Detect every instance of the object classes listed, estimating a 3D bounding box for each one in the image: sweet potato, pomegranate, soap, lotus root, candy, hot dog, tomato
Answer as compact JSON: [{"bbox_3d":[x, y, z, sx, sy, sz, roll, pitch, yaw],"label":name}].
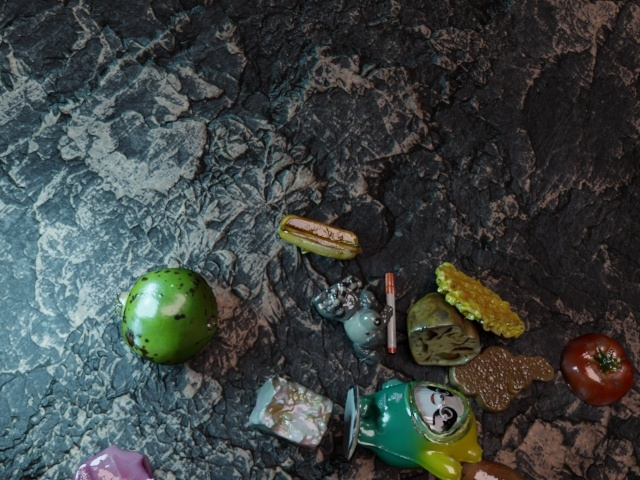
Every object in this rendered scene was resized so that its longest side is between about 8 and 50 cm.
[{"bbox_3d":[0.482,0.654,1.884,0.337,0.131,0.131,24,65,-4],"label":"sweet potato"},{"bbox_3d":[-0.390,0.185,1.797,0.271,0.254,0.254,8,66,1],"label":"pomegranate"},{"bbox_3d":[-0.465,0.640,1.644,0.220,0.127,0.324,-18,73,-21],"label":"soap"},{"bbox_3d":[0.339,0.231,1.987,0.199,0.188,0.180,1,44,9],"label":"lotus root"},{"bbox_3d":[-0.081,0.429,1.801,0.185,0.195,0.137,28,69,-7],"label":"candy"},{"bbox_3d":[0.000,0.000,2.060,0.250,0.076,0.104,17,46,-12],"label":"hot dog"},{"bbox_3d":[0.822,0.371,2.117,0.225,0.085,0.224,4,68,-10],"label":"tomato"}]

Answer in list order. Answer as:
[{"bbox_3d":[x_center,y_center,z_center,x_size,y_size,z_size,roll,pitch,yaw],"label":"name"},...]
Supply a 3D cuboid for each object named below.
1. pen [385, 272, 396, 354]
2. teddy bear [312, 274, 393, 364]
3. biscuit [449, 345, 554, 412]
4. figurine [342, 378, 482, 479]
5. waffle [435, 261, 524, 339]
[{"bbox_3d":[0.200,0.207,2.049,0.028,0.028,0.239,5,68,-13],"label":"pen"},{"bbox_3d":[0.116,0.199,1.968,0.251,0.144,0.171,42,57,2],"label":"teddy bear"},{"bbox_3d":[0.518,0.387,2.049,0.320,0.047,0.183,-11,74,-19],"label":"biscuit"},{"bbox_3d":[0.236,0.478,1.843,0.340,0.231,0.323,8,31,-3],"label":"figurine"},{"bbox_3d":[0.448,0.175,2.015,0.312,0.307,0.060,32,108,-7],"label":"waffle"}]
